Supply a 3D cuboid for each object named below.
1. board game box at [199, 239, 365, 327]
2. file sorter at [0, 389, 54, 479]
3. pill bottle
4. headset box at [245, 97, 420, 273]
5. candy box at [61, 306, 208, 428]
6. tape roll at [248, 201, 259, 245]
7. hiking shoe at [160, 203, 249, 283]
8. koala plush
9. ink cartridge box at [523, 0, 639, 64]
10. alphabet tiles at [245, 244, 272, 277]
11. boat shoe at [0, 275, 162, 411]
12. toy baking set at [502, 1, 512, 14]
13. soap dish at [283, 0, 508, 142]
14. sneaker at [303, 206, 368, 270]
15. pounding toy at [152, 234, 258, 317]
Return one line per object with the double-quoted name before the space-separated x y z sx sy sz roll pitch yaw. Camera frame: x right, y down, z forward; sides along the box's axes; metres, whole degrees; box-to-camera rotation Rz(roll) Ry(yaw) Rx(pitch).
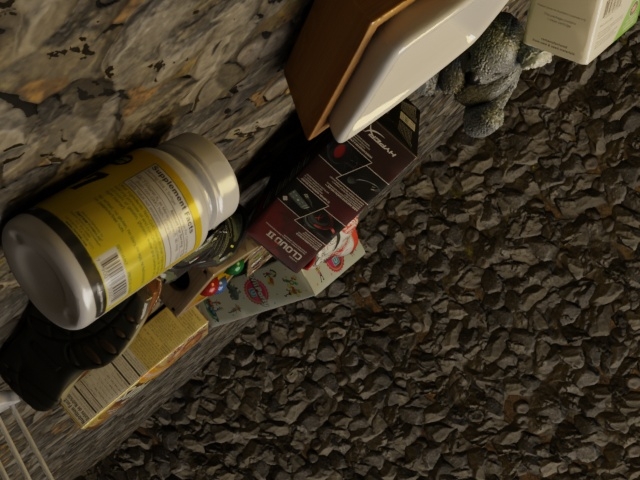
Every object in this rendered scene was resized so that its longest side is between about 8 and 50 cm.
"board game box" -0.089 0.071 1.811 0.303 0.097 0.224 -22 -171 38
"file sorter" -0.450 0.301 0.981 0.193 0.173 0.277 -30 174 -4
"pill bottle" -0.184 -0.017 0.811 0.208 0.119 0.119 -38 173 -38
"headset box" 0.014 -0.100 1.296 0.293 0.110 0.218 -44 -167 25
"candy box" -0.375 0.250 1.723 0.316 0.087 0.183 -41 175 -14
"tape roll" 0.014 -0.120 1.658 0.392 0.072 0.392 -41 175 -4
"hiking shoe" -0.157 -0.015 1.189 0.114 0.086 0.227 -45 175 35
"koala plush" 0.284 -0.321 1.438 0.203 0.196 0.221 -52 178 -9
"ink cartridge box" 0.422 -0.435 1.266 0.198 0.115 0.273 -38 145 -37
"alphabet tiles" -0.045 -0.027 1.551 0.237 0.009 0.198 -41 174 -14
"boat shoe" -0.292 0.099 1.055 0.324 0.122 0.120 -36 -175 40
"toy baking set" 0.359 -0.454 1.686 0.197 0.030 0.256 -38 173 -39
"soap dish" 0.099 -0.256 0.935 0.291 0.118 0.229 -39 174 -26
"sneaker" -0.001 -0.001 1.568 0.145 0.090 0.270 -39 171 -16
"pounding toy" -0.224 0.074 1.373 0.206 0.094 0.181 -47 173 37
